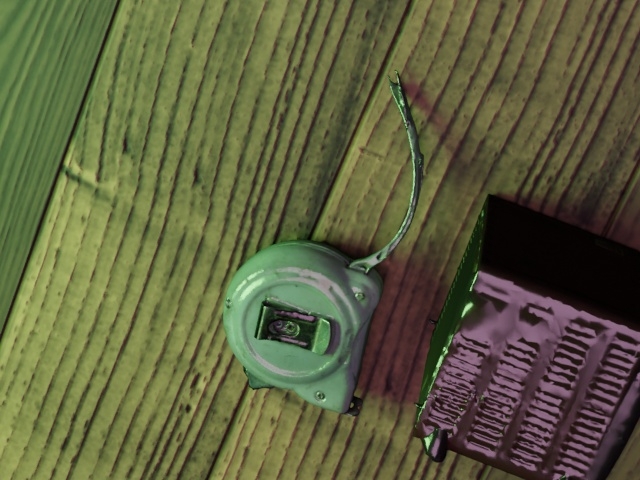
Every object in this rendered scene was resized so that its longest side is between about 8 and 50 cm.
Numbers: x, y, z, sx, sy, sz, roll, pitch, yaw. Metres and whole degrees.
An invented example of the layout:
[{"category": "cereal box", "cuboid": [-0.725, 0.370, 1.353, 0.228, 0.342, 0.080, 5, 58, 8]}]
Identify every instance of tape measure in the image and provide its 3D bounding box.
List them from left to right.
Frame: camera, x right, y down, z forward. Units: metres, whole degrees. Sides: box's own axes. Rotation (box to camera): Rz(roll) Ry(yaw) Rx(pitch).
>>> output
[{"category": "tape measure", "cuboid": [0.001, 0.001, 1.449, 0.164, 0.084, 0.330, 11, 112, 1]}]

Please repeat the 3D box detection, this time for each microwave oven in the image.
[{"category": "microwave oven", "cuboid": [0.196, 0.094, 1.367, 0.188, 0.247, 0.178, 23, 109, 0]}]
